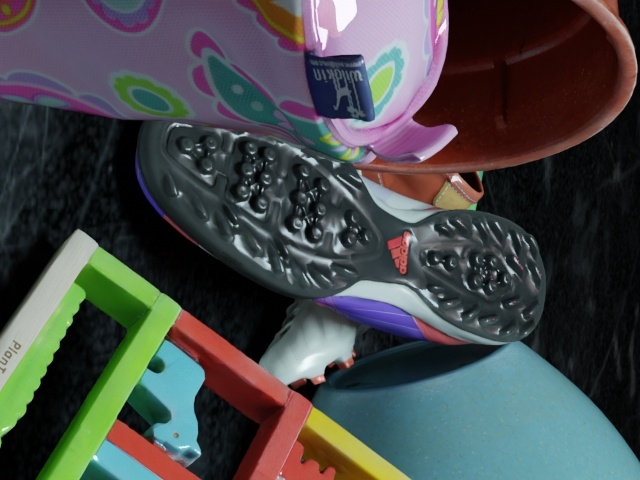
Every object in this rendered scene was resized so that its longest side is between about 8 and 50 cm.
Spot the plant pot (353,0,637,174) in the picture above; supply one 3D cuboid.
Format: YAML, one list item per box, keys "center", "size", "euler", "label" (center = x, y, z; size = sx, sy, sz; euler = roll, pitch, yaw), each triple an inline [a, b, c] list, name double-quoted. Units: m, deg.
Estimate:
- center: [0.051, -0.215, 0.963]
  size: [0.272, 0.272, 0.265]
  euler: [49, 42, -59]
  label: "plant pot"

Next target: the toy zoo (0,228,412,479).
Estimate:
- center: [-0.053, 0.149, 0.816]
  size: [0.293, 0.030, 0.192]
  euler: [38, 47, -12]
  label: "toy zoo"

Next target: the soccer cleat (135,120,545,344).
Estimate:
- center: [0.000, 0.000, 1.019]
  size: [0.318, 0.116, 0.108]
  euler: [21, 69, -37]
  label: "soccer cleat"

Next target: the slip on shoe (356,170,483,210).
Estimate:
- center: [0.062, -0.167, 1.141]
  size: [0.123, 0.101, 0.331]
  euler: [16, 69, -65]
  label: "slip on shoe"

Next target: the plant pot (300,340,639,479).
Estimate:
- center: [0.088, 0.173, 1.105]
  size: [0.290, 0.290, 0.195]
  euler: [-29, 106, -62]
  label: "plant pot"

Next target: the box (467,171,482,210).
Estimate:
- center: [0.088, -0.039, 1.325]
  size: [0.179, 0.043, 0.105]
  euler: [46, 54, -62]
  label: "box"

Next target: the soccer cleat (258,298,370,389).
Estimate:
- center: [0.004, 0.044, 1.135]
  size: [0.076, 0.068, 0.196]
  euler: [60, 38, -6]
  label: "soccer cleat"

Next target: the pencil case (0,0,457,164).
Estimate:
- center: [-0.088, -0.093, 0.602]
  size: [0.124, 0.284, 0.124]
  euler: [-26, 120, -59]
  label: "pencil case"
